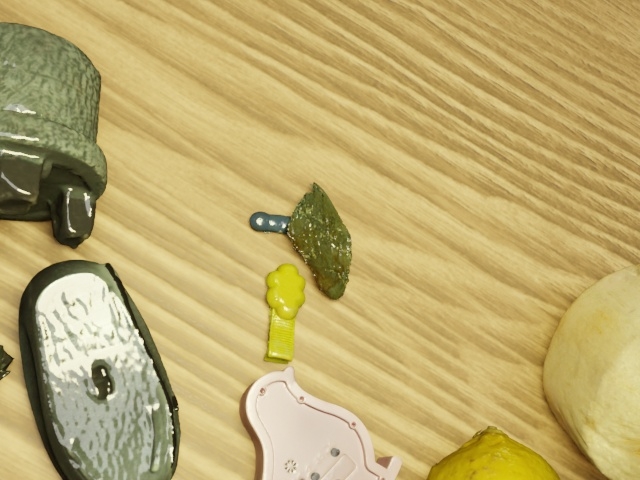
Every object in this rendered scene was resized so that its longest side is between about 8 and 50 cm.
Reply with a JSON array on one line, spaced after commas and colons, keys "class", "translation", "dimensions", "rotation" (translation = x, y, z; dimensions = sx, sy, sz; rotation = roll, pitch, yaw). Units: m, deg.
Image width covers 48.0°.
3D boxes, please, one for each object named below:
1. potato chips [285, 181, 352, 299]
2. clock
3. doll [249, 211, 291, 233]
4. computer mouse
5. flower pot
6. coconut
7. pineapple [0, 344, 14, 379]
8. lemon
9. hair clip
[{"class": "potato chips", "translation": [0.000, 0.000, 1.274], "dimensions": [0.142, 0.026, 0.209], "rotation": [15, 67, -30]}, {"class": "clock", "translation": [-0.058, 0.373, 1.135], "dimensions": [0.275, 0.080, 0.290], "rotation": [45, 66, 0]}, {"class": "doll", "translation": [-0.066, -0.029, 1.281], "dimensions": [0.125, 0.027, 0.037], "rotation": [8, 73, -18]}, {"class": "computer mouse", "translation": [-0.331, 0.212, 1.081], "dimensions": [0.203, 0.114, 0.374], "rotation": [-15, 87, -23]}, {"class": "flower pot", "translation": [-0.469, -0.137, 1.051], "dimensions": [0.299, 0.299, 0.283], "rotation": [1, 70, -17]}, {"class": "coconut", "translation": [0.581, 0.237, 1.225], "dimensions": [0.344, 0.415, 0.416], "rotation": [14, 70, -1]}, {"class": "pineapple", "translation": [-0.521, 0.133, 1.023], "dimensions": [0.119, 0.111, 0.237], "rotation": [-9, 108, 8]}, {"class": "lemon", "translation": [0.275, 0.450, 1.125], "dimensions": [0.253, 0.253, 0.311], "rotation": [7, 72, -15]}, {"class": "hair clip", "translation": [-0.065, 0.120, 1.226], "dimensions": [0.072, 0.046, 0.173], "rotation": [14, 69, -17]}]
